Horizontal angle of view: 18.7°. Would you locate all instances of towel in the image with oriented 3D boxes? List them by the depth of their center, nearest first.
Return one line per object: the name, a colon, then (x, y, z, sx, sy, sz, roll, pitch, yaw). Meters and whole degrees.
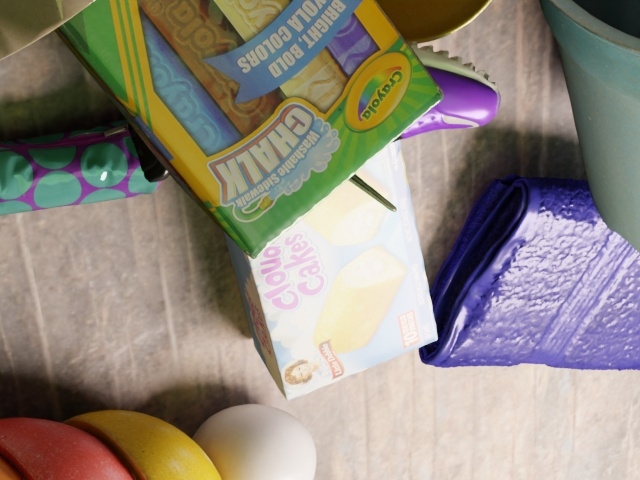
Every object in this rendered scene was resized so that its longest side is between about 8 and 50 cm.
towel: (0.256, 0.029, 1.857, 0.308, 0.076, 0.227, 5, 132, -31)

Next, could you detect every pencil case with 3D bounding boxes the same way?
pencil case: (-0.206, -0.060, 1.536, 0.152, 0.064, 0.070, -10, 133, -20)

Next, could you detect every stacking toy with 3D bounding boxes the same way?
stacking toy: (-0.194, 0.258, 1.695, 0.480, 0.350, 0.350, -22, 137, -32)

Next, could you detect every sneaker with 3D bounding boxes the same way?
sneaker: (-0.008, -0.080, 1.519, 0.293, 0.102, 0.146, 3, 84, -4)

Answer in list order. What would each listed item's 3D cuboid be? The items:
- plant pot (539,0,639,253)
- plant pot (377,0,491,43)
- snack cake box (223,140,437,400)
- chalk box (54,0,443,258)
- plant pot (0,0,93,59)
plant pot: (0.334, -0.159, 1.572, 0.341, 0.341, 0.334, -24, 142, -8)
plant pot: (0.068, -0.234, 1.508, 0.134, 0.095, 0.134, -15, 133, -16)
snack cake box: (0.000, 0.000, 1.679, 0.152, 0.089, 0.264, -23, 134, -10)
chalk box: (-0.053, -0.121, 1.354, 0.179, 0.180, 0.289, -40, 116, -5)
plant pot: (-0.244, -0.287, 1.222, 0.256, 0.256, 0.274, -37, 117, 5)
